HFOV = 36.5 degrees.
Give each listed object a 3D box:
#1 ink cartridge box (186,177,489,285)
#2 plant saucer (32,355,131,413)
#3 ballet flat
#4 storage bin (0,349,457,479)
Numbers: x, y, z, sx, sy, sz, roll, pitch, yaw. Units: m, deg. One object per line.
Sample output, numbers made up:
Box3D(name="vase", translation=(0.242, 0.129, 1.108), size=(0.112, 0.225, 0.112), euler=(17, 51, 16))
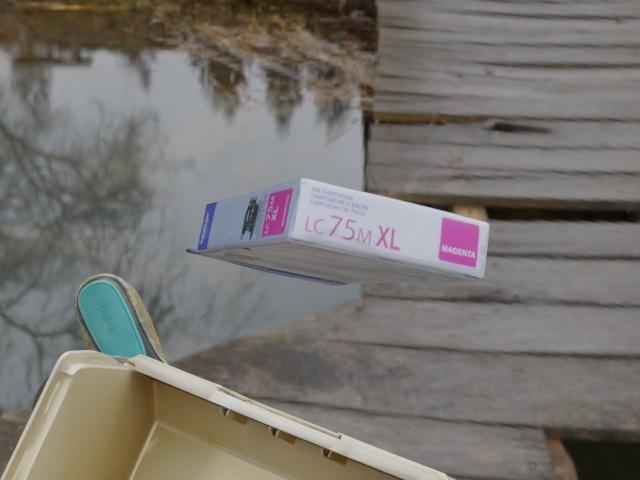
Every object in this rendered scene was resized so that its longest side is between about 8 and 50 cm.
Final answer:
Box3D(name="ink cartridge box", translation=(0.000, 0.000, 0.942), size=(0.186, 0.065, 0.311), euler=(12, -10, -23))
Box3D(name="plant saucer", translation=(-0.214, 0.193, 0.999), size=(0.168, 0.168, 0.029), euler=(2, 30, -2))
Box3D(name="ballet flat", translation=(-0.271, 0.214, 1.473), size=(0.123, 0.348, 0.123), euler=(-22, -6, -2))
Box3D(name="storage bin", translation=(-0.076, 0.223, 0.588), size=(0.262, 0.260, 0.123), euler=(16, -14, 29))
